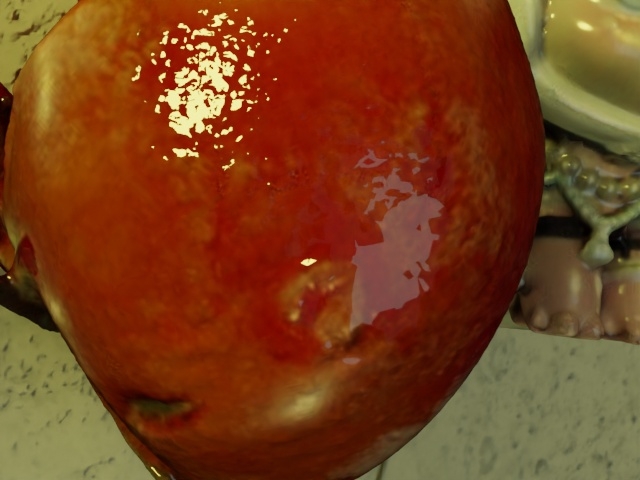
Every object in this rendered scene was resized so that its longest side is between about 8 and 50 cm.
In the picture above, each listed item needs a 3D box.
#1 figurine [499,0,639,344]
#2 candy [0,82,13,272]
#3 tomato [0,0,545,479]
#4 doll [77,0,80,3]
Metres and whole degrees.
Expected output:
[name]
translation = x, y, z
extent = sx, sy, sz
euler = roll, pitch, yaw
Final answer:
[figurine]
translation = 0.154, -0.113, 1.154
extent = 0.253, 0.211, 0.361
euler = 4, 103, -44
[candy]
translation = -0.167, -0.037, 1.002
extent = 0.292, 0.086, 0.059
euler = 48, 65, -39
[tomato]
translation = -0.001, 0.005, 0.935
extent = 0.309, 0.170, 0.309
euler = -11, 128, -15
[doll]
translation = -0.047, -0.074, 1.059
extent = 0.161, 0.130, 0.290
euler = -30, 116, -20
